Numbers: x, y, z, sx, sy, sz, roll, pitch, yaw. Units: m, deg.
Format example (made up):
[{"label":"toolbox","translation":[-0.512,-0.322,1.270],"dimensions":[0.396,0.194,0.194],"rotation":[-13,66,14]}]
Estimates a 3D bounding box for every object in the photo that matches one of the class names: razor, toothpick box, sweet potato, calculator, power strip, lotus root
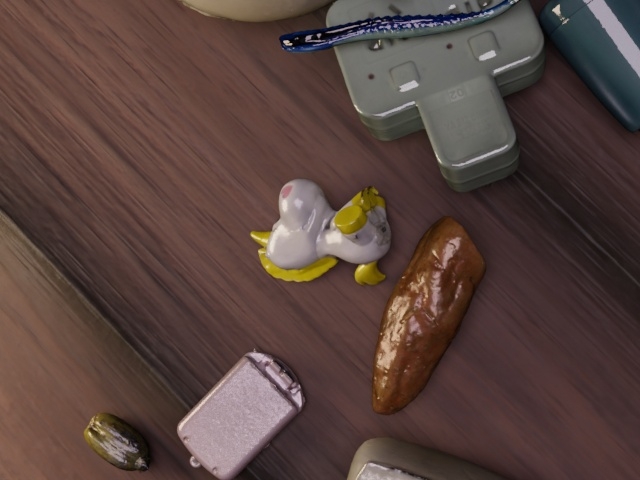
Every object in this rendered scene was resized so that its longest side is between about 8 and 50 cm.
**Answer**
[{"label":"razor","translation":[0.111,-0.252,1.297],"dimensions":[0.324,0.093,0.056],"rotation":[-15,104,14]},{"label":"toothpick box","translation":[0.346,-0.218,1.312],"dimensions":[0.120,0.120,0.184],"rotation":[-36,85,8]},{"label":"sweet potato","translation":[0.124,0.095,1.362],"dimensions":[0.097,0.097,0.251],"rotation":[22,97,10]},{"label":"calculator","translation":[-0.100,0.218,1.428],"dimensions":[0.100,0.032,0.175],"rotation":[45,97,9]},{"label":"power strip","translation":[0.155,-0.186,1.359],"dimensions":[0.230,0.141,0.261],"rotation":[-21,71,9]},{"label":"lotus root","translation":[-0.252,0.256,1.448],"dimensions":[0.099,0.049,0.054],"rotation":[35,87,10]}]

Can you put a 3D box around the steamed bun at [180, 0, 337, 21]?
[{"label":"steamed bun","translation":[-0.080,-0.449,1.339],"dimensions":[0.375,0.241,0.374],"rotation":[-1,85,9]}]

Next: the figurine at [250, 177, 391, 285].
[{"label":"figurine","translation":[-0.002,-0.007,1.392],"dimensions":[0.178,0.109,0.129],"rotation":[6,112,14]}]

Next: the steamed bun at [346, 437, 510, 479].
[{"label":"steamed bun","translation":[0.140,0.325,1.314],"dimensions":[0.242,0.164,0.146],"rotation":[19,94,9]}]
